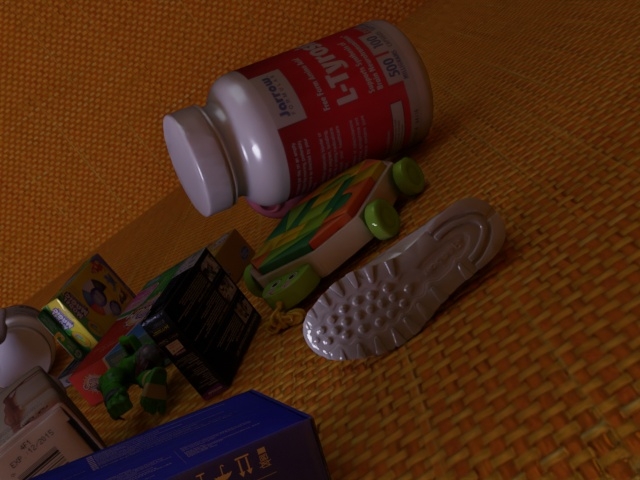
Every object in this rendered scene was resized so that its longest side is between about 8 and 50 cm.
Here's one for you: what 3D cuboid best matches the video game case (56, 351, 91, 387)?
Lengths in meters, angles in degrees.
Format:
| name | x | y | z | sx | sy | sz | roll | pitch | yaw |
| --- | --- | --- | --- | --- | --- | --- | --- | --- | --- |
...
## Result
| name | x | y | z | sx | sy | sz | roll | pitch | yaw |
| --- | --- | --- | --- | --- | --- | --- | --- | --- | --- |
| video game case | -0.422 | 0.204 | 1.674 | 0.183 | 0.023 | 0.201 | -26 | 19 | 37 |

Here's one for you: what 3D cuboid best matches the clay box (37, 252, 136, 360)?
| name | x | y | z | sx | sy | sz | roll | pitch | yaw |
| --- | --- | --- | --- | --- | --- | --- | --- | --- | --- |
| clay box | -0.466 | 0.132 | 1.693 | 0.053 | 0.127 | 0.222 | -32 | 17 | 23 |

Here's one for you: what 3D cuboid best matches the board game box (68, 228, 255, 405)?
| name | x | y | z | sx | sy | sz | roll | pitch | yaw |
| --- | --- | --- | --- | --- | --- | --- | --- | --- | --- |
| board game box | -0.265 | 0.125 | 1.459 | 0.242 | 0.064 | 0.316 | -30 | 16 | 27 |

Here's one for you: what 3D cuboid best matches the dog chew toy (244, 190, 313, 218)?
| name | x | y | z | sx | sy | sz | roll | pitch | yaw |
| --- | --- | --- | --- | --- | --- | --- | --- | --- | --- |
| dog chew toy | -0.060 | -0.163 | 1.617 | 0.207 | 0.206 | 0.332 | -29 | 25 | 31 |

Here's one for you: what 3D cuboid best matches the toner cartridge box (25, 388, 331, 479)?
| name | x | y | z | sx | sy | sz | roll | pitch | yaw |
| --- | --- | --- | --- | --- | --- | --- | --- | --- | --- |
| toner cartridge box | -0.177 | 0.226 | 0.676 | 0.348 | 0.075 | 0.165 | -19 | 5 | -21 |

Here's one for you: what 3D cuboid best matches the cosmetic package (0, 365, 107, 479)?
| name | x | y | z | sx | sy | sz | roll | pitch | yaw |
| --- | --- | --- | --- | --- | --- | --- | --- | --- | --- |
| cosmetic package | -0.342 | 0.266 | 1.044 | 0.129 | 0.153 | 0.296 | -41 | 16 | -18 |

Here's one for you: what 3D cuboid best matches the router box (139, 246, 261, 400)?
| name | x | y | z | sx | sy | sz | roll | pitch | yaw |
| --- | --- | --- | --- | --- | --- | --- | --- | --- | --- |
| router box | -0.153 | 0.106 | 1.117 | 0.046 | 0.133 | 0.179 | -31 | 16 | 23 |

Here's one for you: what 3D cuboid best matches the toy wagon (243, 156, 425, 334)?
| name | x | y | z | sx | sy | sz | roll | pitch | yaw |
| --- | --- | --- | --- | --- | --- | --- | --- | --- | --- |
| toy wagon | 0.000 | 0.000 | 1.211 | 0.267 | 0.068 | 0.344 | -27 | 18 | 37 |

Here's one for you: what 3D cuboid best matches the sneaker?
| name | x | y | z | sx | sy | sz | roll | pitch | yaw |
| --- | --- | --- | --- | --- | --- | --- | --- | --- | --- |
| sneaker | 0.087 | 0.044 | 0.877 | 0.235 | 0.090 | 0.095 | -33 | 2 | 2 |

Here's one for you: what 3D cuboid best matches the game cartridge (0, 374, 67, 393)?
| name | x | y | z | sx | sy | sz | roll | pitch | yaw |
| --- | --- | --- | --- | --- | --- | --- | --- | --- | --- |
| game cartridge | -0.606 | 0.343 | 1.500 | 0.297 | 0.062 | 0.198 | -23 | 26 | 10 |

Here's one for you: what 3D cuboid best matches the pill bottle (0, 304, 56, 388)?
| name | x | y | z | sx | sy | sz | roll | pitch | yaw |
| --- | --- | --- | --- | --- | --- | --- | --- | --- | --- |
| pill bottle | -0.677 | 0.240 | 1.890 | 0.160 | 0.160 | 0.283 | -41 | 15 | -12 |

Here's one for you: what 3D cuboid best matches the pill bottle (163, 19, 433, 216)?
| name | x | y | z | sx | sy | sz | roll | pitch | yaw |
| --- | --- | --- | --- | --- | --- | --- | --- | --- | --- |
| pill bottle | -0.038 | -0.195 | 1.389 | 0.408 | 0.229 | 0.229 | -25 | 10 | -19 |

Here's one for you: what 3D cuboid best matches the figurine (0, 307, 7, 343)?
| name | x | y | z | sx | sy | sz | roll | pitch | yaw |
| --- | --- | --- | --- | --- | --- | --- | --- | --- | --- |
| figurine | -0.715 | 0.246 | 1.682 | 0.215 | 0.092 | 0.209 | -23 | 46 | 20 |

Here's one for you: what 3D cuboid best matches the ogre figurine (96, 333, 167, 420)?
| name | x | y | z | sx | sy | sz | roll | pitch | yaw |
| --- | --- | --- | --- | --- | --- | --- | --- | --- | --- |
| ogre figurine | -0.232 | 0.173 | 1.182 | 0.118 | 0.097 | 0.197 | 2 | 52 | 51 |
